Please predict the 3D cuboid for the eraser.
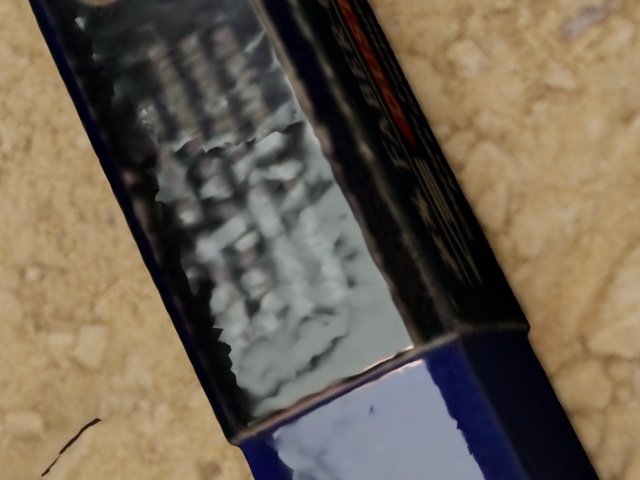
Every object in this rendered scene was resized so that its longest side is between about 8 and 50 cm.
[{"bbox_3d":[0.000,0.000,0.572,0.101,0.155,0.332,-29,79,14],"label":"eraser"}]
